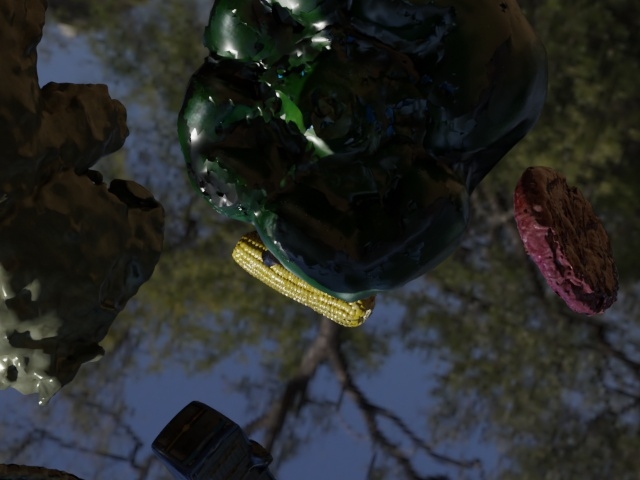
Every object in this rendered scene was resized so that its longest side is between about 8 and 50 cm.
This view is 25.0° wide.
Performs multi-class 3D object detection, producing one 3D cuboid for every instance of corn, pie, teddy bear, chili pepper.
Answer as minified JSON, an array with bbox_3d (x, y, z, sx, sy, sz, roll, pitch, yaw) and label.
[{"bbox_3d":[-0.020,0.047,1.905,0.203,0.072,0.072,26,-161,13],"label":"corn"},{"bbox_3d":[0.224,-0.002,1.306,0.154,0.036,0.154,41,-146,-36],"label":"pie"},{"bbox_3d":[-0.297,-0.043,1.158,0.357,0.367,0.224,-30,-167,-33],"label":"teddy bear"},{"bbox_3d":[0.035,-0.098,1.042,0.233,0.248,0.257,37,-173,11],"label":"chili pepper"}]

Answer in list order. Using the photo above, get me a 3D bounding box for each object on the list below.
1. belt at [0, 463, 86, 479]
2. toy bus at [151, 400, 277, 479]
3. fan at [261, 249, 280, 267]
[{"bbox_3d":[-0.203,0.219,0.793,0.258,0.207,0.150,1,174,-32],"label":"belt"},{"bbox_3d":[-0.052,0.158,0.892,0.061,0.051,0.153,25,155,39],"label":"toy bus"},{"bbox_3d":[0.000,0.000,1.913,0.023,0.057,0.282,-6,-169,30],"label":"fan"}]
